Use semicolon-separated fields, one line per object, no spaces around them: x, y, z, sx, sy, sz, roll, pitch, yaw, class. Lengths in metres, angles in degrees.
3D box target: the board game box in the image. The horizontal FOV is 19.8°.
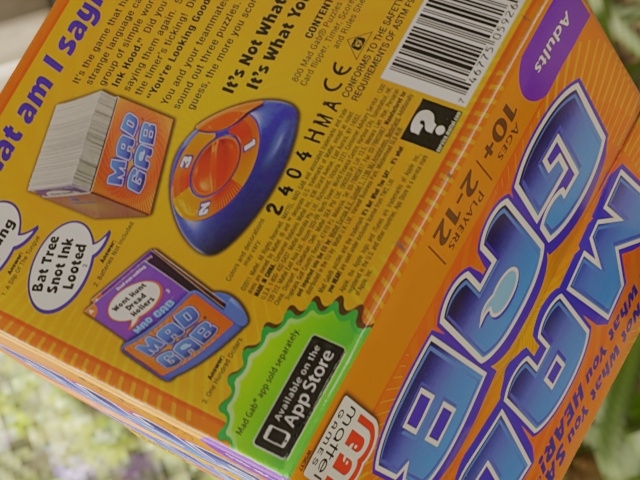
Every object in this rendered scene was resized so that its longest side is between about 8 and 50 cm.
0.000;0.000;1.306;0.356;0.357;0.356;23;168;33;board game box
